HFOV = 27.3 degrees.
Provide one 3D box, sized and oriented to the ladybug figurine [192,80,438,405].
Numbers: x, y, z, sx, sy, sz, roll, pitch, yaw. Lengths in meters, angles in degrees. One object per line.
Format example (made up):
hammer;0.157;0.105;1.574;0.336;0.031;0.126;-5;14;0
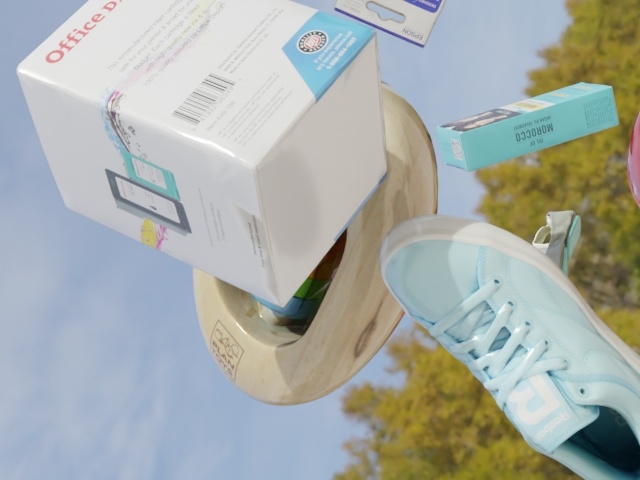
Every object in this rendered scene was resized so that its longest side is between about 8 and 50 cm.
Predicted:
ladybug figurine;0.000;0.000;1.529;0.162;0.305;0.449;-12;-39;-45

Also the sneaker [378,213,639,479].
sneaker;0.207;0.116;1.248;0.135;0.366;0.150;-49;14;25

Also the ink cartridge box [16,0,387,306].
ink cartridge box;-0.104;-0.110;1.243;0.198;0.270;0.197;-51;-29;-30

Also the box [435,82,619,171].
box;0.300;-0.167;1.918;0.244;0.100;0.060;-18;-76;-13

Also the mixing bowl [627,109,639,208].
mixing bowl;0.364;-0.098;1.222;0.181;0.181;0.098;-64;-32;-11

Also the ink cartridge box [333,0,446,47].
ink cartridge box;0.167;-0.518;2.195;0.069;0.175;0.371;-71;4;-58

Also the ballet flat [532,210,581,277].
ballet flat;0.366;0.023;2.084;0.213;0.068;0.072;-62;-31;-53
